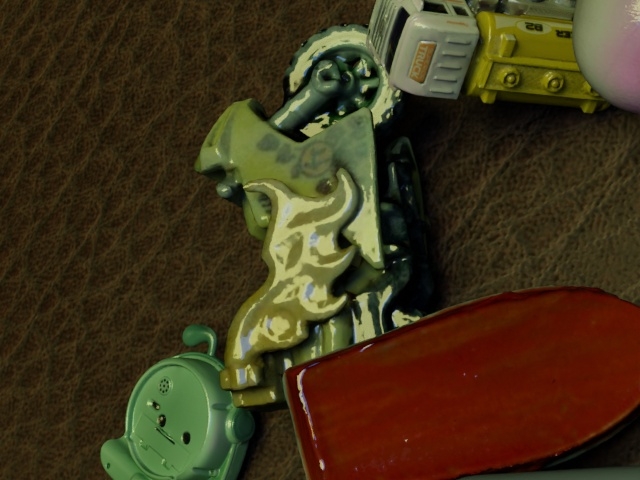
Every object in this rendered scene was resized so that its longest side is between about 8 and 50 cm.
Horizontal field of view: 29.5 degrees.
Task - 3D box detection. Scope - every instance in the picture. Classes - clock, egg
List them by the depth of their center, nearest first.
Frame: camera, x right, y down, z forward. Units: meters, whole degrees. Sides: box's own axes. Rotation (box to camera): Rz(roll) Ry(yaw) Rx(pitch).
[{"bbox_3d":[0.323,-0.219,1.006,0.271,0.196,0.196,-49,52,5],"label":"egg"},{"bbox_3d":[-0.138,0.183,1.234,0.148,0.060,0.188,28,97,40],"label":"clock"}]

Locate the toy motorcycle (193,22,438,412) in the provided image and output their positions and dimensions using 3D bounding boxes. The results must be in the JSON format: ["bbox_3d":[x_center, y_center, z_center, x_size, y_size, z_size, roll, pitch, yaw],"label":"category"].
[{"bbox_3d":[0.000,0.000,1.154,0.237,0.169,0.410,-18,69,24],"label":"toy motorcycle"}]

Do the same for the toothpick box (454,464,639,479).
[{"bbox_3d":[0.204,0.278,0.851,0.354,0.263,0.263,-7,67,24],"label":"toothpick box"}]

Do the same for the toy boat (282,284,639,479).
[{"bbox_3d":[0.140,0.120,0.988,0.332,0.133,0.145,-14,81,-3],"label":"toy boat"}]

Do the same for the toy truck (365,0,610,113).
[{"bbox_3d":[0.163,-0.176,1.098,0.114,0.227,0.098,-106,26,-49],"label":"toy truck"}]
